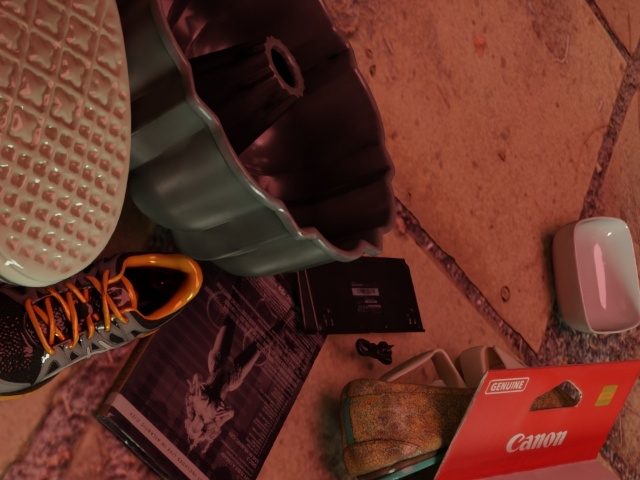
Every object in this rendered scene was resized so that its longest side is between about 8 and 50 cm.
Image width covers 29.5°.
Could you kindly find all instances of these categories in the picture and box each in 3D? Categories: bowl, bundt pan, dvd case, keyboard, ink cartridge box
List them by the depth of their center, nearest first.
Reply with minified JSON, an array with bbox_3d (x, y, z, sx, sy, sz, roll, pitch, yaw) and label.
[{"bbox_3d":[-0.076,-0.111,0.975,0.331,0.124,0.331,45,30,-35],"label":"bundt pan"},{"bbox_3d":[-0.084,0.112,1.047,0.164,0.018,0.221,51,49,-29],"label":"dvd case"},{"bbox_3d":[0.040,0.068,1.172,0.180,0.023,0.108,4,69,-51],"label":"keyboard"},{"bbox_3d":[0.211,0.247,1.198,0.296,0.066,0.261,3,118,-47],"label":"ink cartridge box"},{"bbox_3d":[0.330,0.044,1.477,0.142,0.053,0.142,-3,84,-46],"label":"bowl"}]

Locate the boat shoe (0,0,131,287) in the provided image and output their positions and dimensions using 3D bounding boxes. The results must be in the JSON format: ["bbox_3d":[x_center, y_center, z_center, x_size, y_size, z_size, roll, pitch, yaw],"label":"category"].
[{"bbox_3d":[-0.273,-0.202,0.781,0.187,0.156,0.500,-34,104,-47],"label":"boat shoe"}]

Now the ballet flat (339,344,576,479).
[{"bbox_3d":[0.146,0.161,1.220,0.348,0.123,0.123,-3,84,-47],"label":"ballet flat"}]

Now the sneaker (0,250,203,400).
[{"bbox_3d":[-0.178,0.051,0.902,0.215,0.083,0.084,-25,91,-45],"label":"sneaker"}]
